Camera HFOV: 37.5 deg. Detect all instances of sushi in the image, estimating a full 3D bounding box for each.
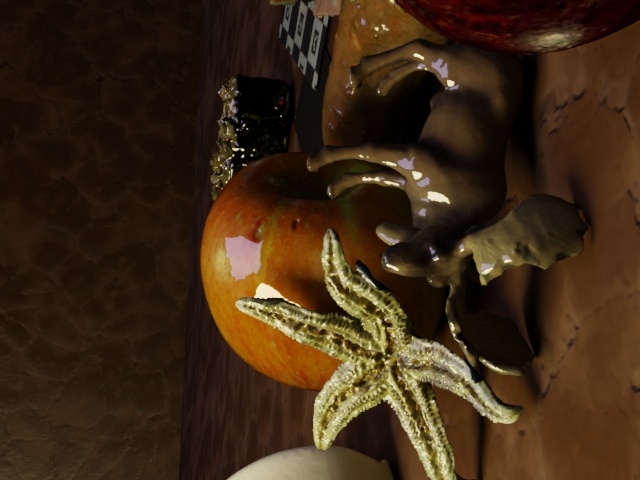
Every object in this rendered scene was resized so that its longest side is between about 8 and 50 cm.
[{"bbox_3d":[-0.108,-0.146,1.442,0.147,0.115,0.213,-143,59,-75],"label":"sushi"},{"bbox_3d":[-0.037,-0.425,1.334,0.359,0.064,0.343,-115,33,-64],"label":"sushi"}]

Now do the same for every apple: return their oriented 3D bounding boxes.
[{"bbox_3d":[0.005,0.028,0.744,0.196,0.196,0.196,-175,90,-77],"label":"apple"}]

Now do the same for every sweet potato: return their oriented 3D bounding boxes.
[{"bbox_3d":[0.064,-0.170,0.782,0.114,0.092,0.341,59,150,25],"label":"sweet potato"}]

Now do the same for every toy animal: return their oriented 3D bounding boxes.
[{"bbox_3d":[0.085,-0.036,0.599,0.214,0.186,0.094,-67,-22,-15],"label":"toy animal"}]

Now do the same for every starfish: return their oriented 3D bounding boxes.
[{"bbox_3d":[0.034,0.097,0.642,0.176,0.208,0.053,-49,-5,39],"label":"starfish"}]

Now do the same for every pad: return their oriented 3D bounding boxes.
[{"bbox_3d":[-0.006,-0.175,1.256,0.243,0.004,0.164,-106,24,-57],"label":"pad"}]

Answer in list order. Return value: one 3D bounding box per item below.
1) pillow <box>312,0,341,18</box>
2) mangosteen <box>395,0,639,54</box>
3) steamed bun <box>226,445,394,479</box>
[{"bbox_3d":[0.044,-0.363,1.015,0.135,0.049,0.248,-143,62,-73],"label":"pillow"},{"bbox_3d":[0.108,-0.217,0.424,0.261,0.235,0.235,-40,22,4],"label":"mangosteen"},{"bbox_3d":[-0.029,0.298,0.849,0.146,0.164,0.242,-98,17,-46],"label":"steamed bun"}]
